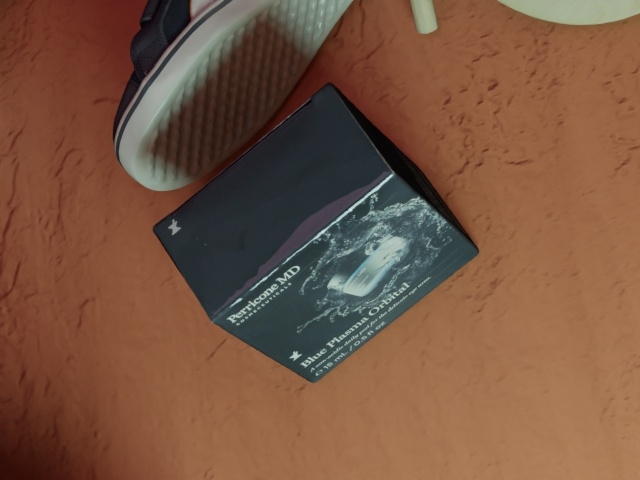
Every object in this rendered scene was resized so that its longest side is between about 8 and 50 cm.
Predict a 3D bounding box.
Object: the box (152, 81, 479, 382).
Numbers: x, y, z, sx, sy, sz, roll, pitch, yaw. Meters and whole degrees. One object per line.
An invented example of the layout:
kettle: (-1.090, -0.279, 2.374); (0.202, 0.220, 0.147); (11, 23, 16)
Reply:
box: (0.000, 0.000, 1.139); (0.156, 0.158, 0.093); (-39, 57, 9)

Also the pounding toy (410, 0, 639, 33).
pounding toy: (0.158, -0.252, 1.178); (0.237, 0.183, 0.110); (-2, 44, 30)

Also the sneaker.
sneaker: (-0.066, -0.184, 1.272); (0.127, 0.126, 0.321); (33, 76, 29)
